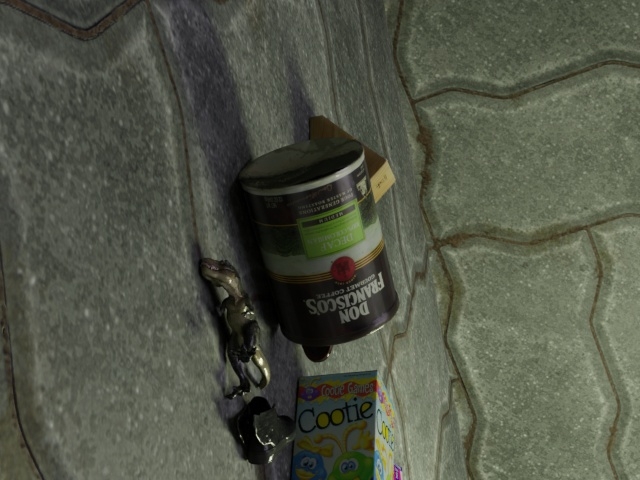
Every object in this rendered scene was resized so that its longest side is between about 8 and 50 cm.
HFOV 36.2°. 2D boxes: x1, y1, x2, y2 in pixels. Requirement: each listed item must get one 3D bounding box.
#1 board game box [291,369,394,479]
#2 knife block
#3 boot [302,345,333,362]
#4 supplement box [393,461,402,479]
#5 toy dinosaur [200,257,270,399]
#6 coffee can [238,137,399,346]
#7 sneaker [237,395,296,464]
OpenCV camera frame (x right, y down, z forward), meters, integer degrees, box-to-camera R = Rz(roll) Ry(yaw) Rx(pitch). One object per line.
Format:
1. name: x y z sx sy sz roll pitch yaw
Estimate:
1. board game box: 0.041 0.375 1.633 0.144 0.142 0.275 65 22 -49
2. knife block: 0.019 -0.088 1.954 0.275 0.242 0.088 39 -9 29
3. boot: 0.012 0.144 1.768 0.106 0.082 0.219 62 23 -47
4. supplement box: 0.093 0.525 1.822 0.111 0.114 0.220 54 33 -63
5. toy dinosaur: -0.106 0.147 1.362 0.118 0.064 0.268 -89 168 -54
6. coffee can: 0.000 0.000 1.559 0.201 0.201 0.275 -68 147 -62
7. sneaker: -0.077 0.263 1.420 0.170 0.051 0.089 -38 124 -69
